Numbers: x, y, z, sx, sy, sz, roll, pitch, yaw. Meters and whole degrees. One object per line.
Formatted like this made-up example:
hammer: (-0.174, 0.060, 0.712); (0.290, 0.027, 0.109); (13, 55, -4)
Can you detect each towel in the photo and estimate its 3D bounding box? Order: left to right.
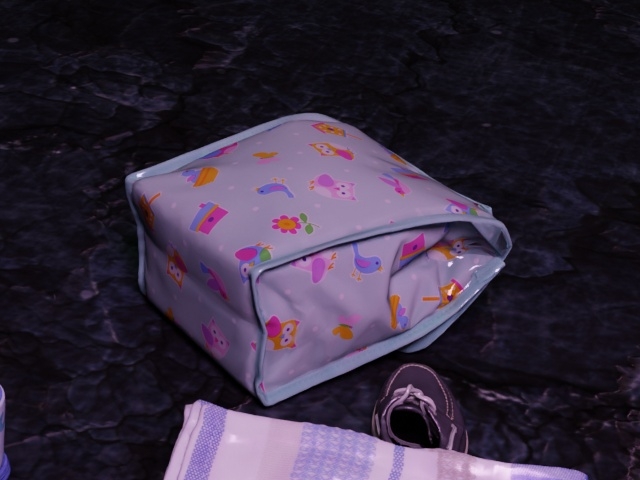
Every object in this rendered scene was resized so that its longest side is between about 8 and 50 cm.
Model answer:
towel: (0.023, 0.208, 0.976); (0.285, 0.034, 0.209); (10, 48, 10)

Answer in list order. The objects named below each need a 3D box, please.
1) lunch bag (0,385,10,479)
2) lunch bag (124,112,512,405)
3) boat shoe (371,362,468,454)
lunch bag: (-0.331, 0.149, 1.042); (0.176, 0.090, 0.219); (19, 31, 28)
lunch bag: (0.000, 0.000, 1.305); (0.262, 0.160, 0.223); (-20, 35, -29)
boat shoe: (0.077, 0.141, 1.142); (0.075, 0.065, 0.206); (6, 28, 1)
